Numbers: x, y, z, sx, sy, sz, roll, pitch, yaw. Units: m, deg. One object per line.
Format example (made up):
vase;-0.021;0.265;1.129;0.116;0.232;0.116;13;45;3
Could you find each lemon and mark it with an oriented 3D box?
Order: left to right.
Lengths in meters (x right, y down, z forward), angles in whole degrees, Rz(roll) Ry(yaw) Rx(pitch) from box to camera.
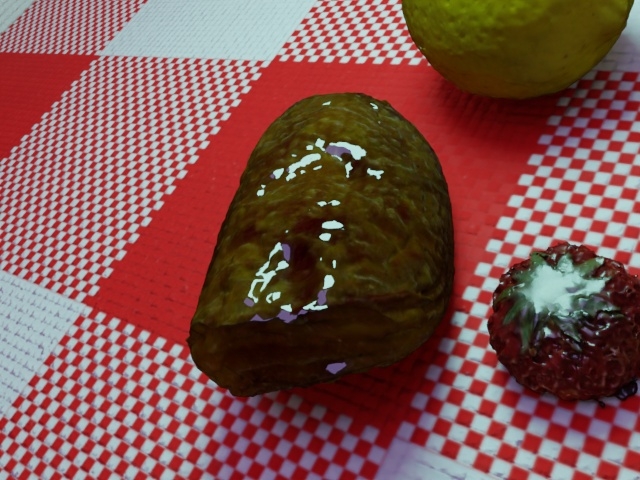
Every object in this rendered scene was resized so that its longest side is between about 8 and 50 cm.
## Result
lemon;0.217;-0.298;0.770;0.253;0.253;0.310;-38;45;-5

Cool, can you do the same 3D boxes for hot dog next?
hot dog;0.000;0.000;0.697;0.266;0.174;0.388;-9;40;19

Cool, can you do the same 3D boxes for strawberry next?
strawberry;0.213;0.068;0.575;0.145;0.086;0.145;-16;45;17
